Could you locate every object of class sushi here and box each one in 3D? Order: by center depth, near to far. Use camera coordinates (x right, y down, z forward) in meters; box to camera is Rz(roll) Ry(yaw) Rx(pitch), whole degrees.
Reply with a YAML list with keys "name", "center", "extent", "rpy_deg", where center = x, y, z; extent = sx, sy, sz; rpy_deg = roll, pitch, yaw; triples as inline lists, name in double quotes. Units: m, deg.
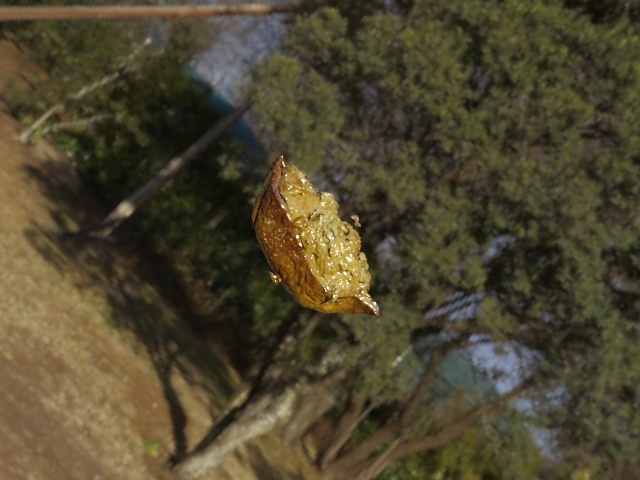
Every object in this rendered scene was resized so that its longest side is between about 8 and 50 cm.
- name: "sushi"
  center: [-0.002, 0.002, 0.672]
  extent: [0.118, 0.061, 0.060]
  rpy_deg: [49, -49, -8]
